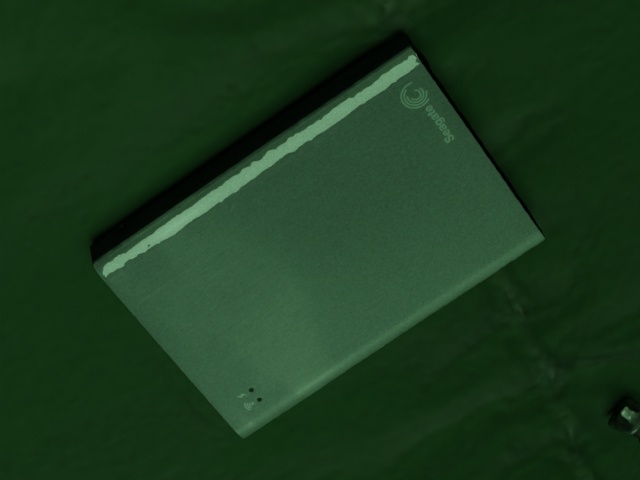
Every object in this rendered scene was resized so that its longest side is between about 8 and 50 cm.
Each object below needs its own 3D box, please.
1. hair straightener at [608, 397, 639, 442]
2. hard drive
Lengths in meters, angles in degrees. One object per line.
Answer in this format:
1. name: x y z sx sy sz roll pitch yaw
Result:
1. hair straightener: 0.161 0.072 0.740 0.089 0.047 0.230 10 115 -17
2. hard drive: 0.000 0.000 0.683 0.135 0.022 0.094 -34 119 7
